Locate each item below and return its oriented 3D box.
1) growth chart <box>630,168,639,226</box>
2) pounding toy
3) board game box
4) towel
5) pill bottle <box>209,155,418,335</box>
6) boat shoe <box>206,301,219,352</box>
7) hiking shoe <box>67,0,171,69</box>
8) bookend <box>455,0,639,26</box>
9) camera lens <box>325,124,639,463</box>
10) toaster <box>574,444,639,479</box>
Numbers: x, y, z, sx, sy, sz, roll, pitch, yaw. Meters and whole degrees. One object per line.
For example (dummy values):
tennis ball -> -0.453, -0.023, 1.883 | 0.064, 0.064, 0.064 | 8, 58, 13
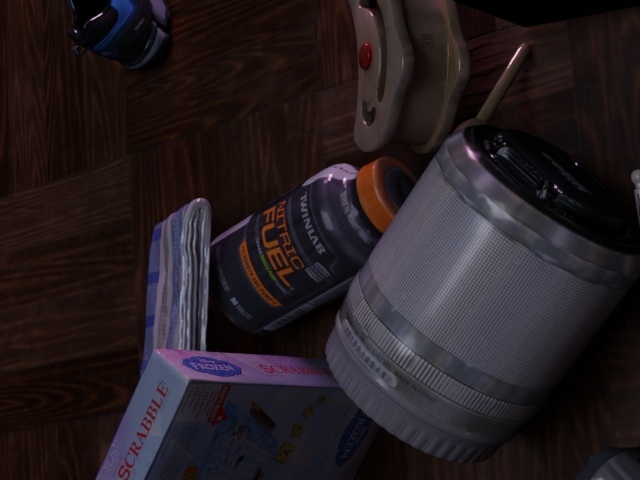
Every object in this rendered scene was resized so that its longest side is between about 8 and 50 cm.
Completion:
growth chart -> 0.389, -0.039, 1.328 | 0.237, 0.021, 0.172 | -22, 69, 36
pounding toy -> 0.122, -0.176, 1.548 | 0.154, 0.155, 0.269 | 121, 145, -55
board game box -> -0.101, 0.268, 1.516 | 0.066, 0.318, 0.318 | 37, 108, 39
towel -> -0.172, 0.065, 1.700 | 0.285, 0.034, 0.209 | 164, 109, -73
pill bottle -> 0.000, 0.000, 1.589 | 0.246, 0.130, 0.130 | -31, 65, 34
boat shoe -> -0.149, 0.138, 1.760 | 0.045, 0.050, 0.135 | 157, 115, -64
hiking shoe -> -0.273, -0.373, 1.877 | 0.113, 0.132, 0.304 | -25, 68, 36
bookend -> 0.220, -0.269, 1.415 | 0.156, 0.157, 0.072 | -5, 81, 41
camera lens -> 0.156, 0.045, 1.384 | 0.219, 0.219, 0.274 | 48, 115, 35
toaster -> 0.272, 0.305, 1.311 | 0.146, 0.129, 0.227 | 41, 110, 34
